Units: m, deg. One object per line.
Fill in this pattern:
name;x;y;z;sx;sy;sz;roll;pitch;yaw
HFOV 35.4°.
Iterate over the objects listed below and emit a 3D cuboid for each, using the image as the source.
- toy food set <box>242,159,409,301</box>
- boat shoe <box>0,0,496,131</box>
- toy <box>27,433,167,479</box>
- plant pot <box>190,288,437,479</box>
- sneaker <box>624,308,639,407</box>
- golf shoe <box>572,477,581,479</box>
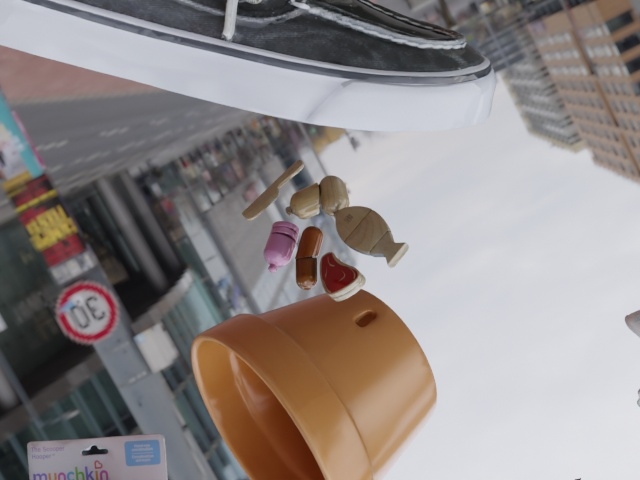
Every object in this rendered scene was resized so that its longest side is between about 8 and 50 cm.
toy food set;0.000;0.000;0.657;0.078;0.019;0.122;-43;-132;1
boat shoe;-0.050;-0.134;0.509;0.306;0.105;0.113;14;-159;-2
toy;-0.201;0.297;0.887;0.137;0.237;0.056;-6;177;12
plant pot;0.006;0.191;1.236;0.203;0.290;0.291;-31;-172;-25
sneaker;0.323;0.152;0.870;0.094;0.212;0.080;-14;-179;37
golf shoe;0.287;0.383;1.190;0.077;0.198;0.094;15;-175;36
